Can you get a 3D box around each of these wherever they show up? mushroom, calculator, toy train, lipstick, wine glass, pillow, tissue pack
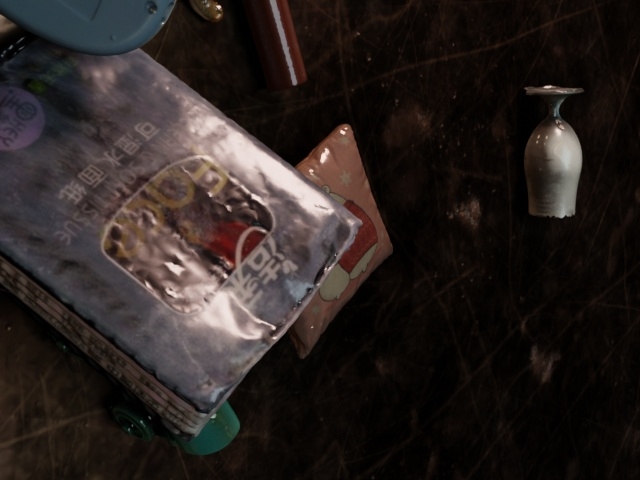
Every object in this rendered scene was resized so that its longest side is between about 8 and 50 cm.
[{"bbox_3d":[-0.129,-0.310,0.968,0.073,0.088,0.129,-32,140,-7],"label":"mushroom"},{"bbox_3d":[-0.252,-0.282,0.739,0.188,0.302,0.042,-56,179,29],"label":"calculator"},{"bbox_3d":[-0.182,0.131,0.914,0.101,0.159,0.248,-49,125,-35],"label":"toy train"},{"bbox_3d":[-0.086,-0.354,1.012,0.057,0.057,0.357,-32,117,-37],"label":"lipstick"},{"bbox_3d":[0.399,-0.154,1.483,0.103,0.103,0.222,-13,107,-43],"label":"wine glass"},{"bbox_3d":[0.000,0.000,1.122,0.236,0.084,0.223,-46,126,-28],"label":"pillow"},{"bbox_3d":[-0.173,-0.025,0.795,0.361,0.122,0.259,39,58,5],"label":"tissue pack"}]
